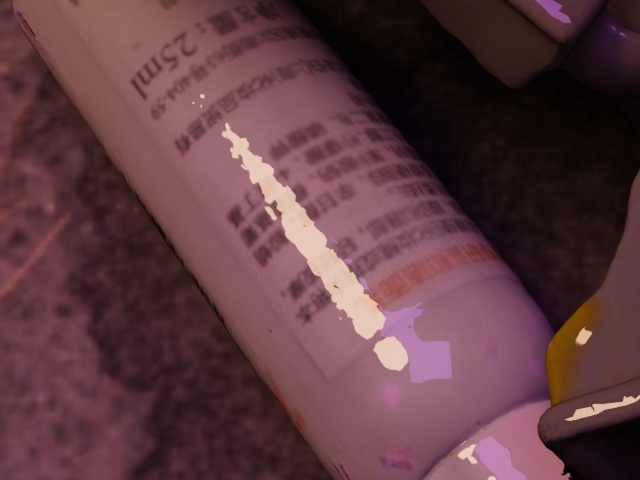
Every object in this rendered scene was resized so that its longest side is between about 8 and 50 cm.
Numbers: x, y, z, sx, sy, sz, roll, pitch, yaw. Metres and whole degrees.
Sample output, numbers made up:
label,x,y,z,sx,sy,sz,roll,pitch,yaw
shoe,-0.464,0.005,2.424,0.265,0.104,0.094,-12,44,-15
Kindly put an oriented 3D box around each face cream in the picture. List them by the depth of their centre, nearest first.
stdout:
label,x,y,z,sx,sy,sz,roll,pitch,yaw
face cream,0.000,0.000,0.479,0.082,0.082,0.269,-30,64,-11

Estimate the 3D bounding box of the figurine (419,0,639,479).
label,x,y,z,sx,sy,sz,roll,pitch,yaw
figurine,0.148,-0.071,0.451,0.343,0.167,0.284,17,52,-37
